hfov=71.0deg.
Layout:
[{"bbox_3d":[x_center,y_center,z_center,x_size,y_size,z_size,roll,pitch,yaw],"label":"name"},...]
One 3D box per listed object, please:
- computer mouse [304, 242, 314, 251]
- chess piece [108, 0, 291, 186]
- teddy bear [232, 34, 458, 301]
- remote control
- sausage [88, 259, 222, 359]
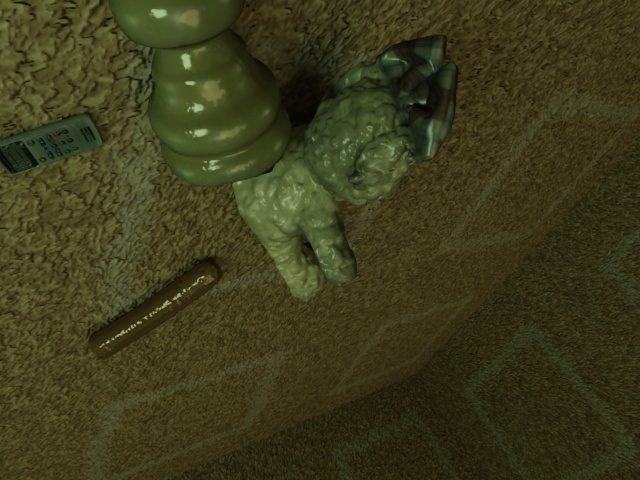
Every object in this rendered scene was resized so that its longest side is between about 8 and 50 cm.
[{"bbox_3d":[0.000,0.000,1.030,0.098,0.057,0.172,-23,148,-12],"label":"computer mouse"},{"bbox_3d":[-0.142,-0.236,0.489,0.182,0.182,0.330,-26,142,-13],"label":"chess piece"},{"bbox_3d":[0.060,-0.087,0.718,0.361,0.328,0.375,-13,144,19],"label":"teddy bear"},{"bbox_3d":[-0.350,-0.124,0.579,0.124,0.018,0.053,-24,146,-16],"label":"remote control"},{"bbox_3d":[-0.331,0.137,0.913,0.301,0.066,0.066,-32,149,1],"label":"sausage"}]
